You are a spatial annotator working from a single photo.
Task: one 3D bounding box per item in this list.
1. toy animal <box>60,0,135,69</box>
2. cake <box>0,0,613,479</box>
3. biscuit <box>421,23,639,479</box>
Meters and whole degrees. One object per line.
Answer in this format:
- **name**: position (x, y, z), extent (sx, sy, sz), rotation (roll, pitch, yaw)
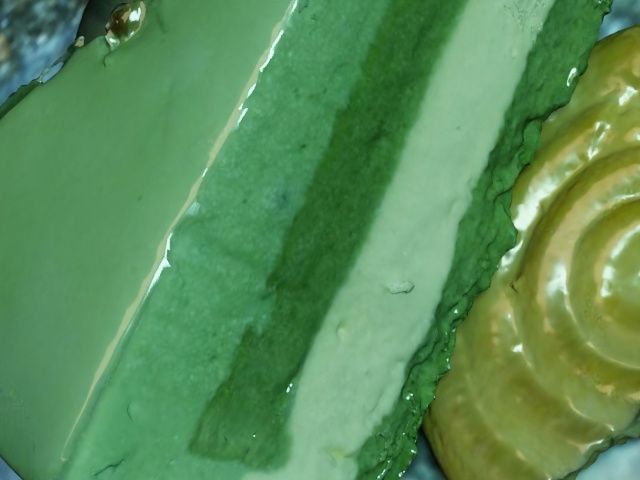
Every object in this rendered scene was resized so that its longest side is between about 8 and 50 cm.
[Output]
- **toy animal**: position (-0.078, -0.088, 0.805), extent (0.148, 0.084, 0.233), rotation (-4, 72, 46)
- **cake**: position (0.003, -0.005, 0.650), extent (0.283, 0.158, 0.172), rotation (-40, 49, 20)
- **biscuit**: position (0.107, -0.007, 0.694), extent (0.224, 0.033, 0.144), rotation (-49, 54, 5)
